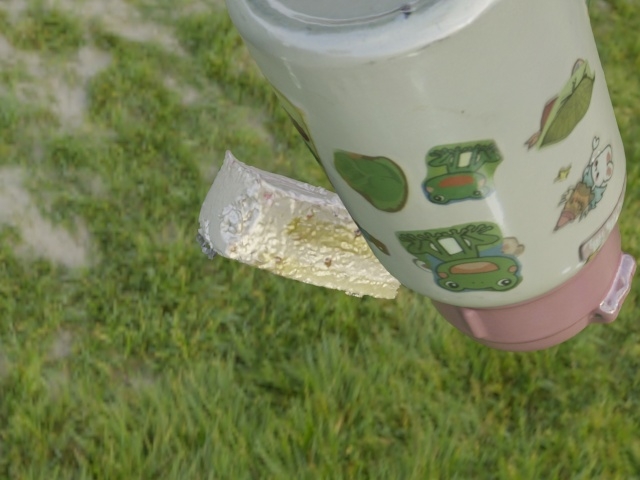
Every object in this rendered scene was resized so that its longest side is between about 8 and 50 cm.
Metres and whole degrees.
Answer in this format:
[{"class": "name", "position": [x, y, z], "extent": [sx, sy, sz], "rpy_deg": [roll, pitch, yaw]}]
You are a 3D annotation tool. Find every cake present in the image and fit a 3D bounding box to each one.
[{"class": "cake", "position": [0.000, 0.000, 0.663], "extent": [0.121, 0.052, 0.065], "rpy_deg": [20, 6, -14]}]

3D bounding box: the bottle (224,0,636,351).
[{"class": "bottle", "position": [0.059, -0.040, 0.518], "extent": [0.120, 0.253, 0.120], "rpy_deg": [-11, 54, 15]}]
